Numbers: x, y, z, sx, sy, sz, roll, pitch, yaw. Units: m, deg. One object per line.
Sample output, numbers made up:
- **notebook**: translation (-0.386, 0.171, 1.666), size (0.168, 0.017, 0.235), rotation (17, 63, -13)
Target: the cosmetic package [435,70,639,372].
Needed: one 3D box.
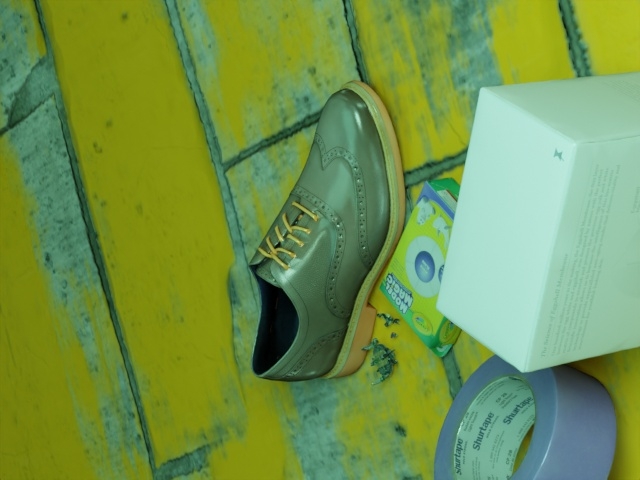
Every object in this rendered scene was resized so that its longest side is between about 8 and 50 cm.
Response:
- **cosmetic package**: translation (0.245, -0.022, 1.779), size (0.138, 0.224, 0.224), rotation (36, 124, 44)

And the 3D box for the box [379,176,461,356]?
- **box**: translation (0.124, 0.033, 2.110), size (0.105, 0.043, 0.179), rotation (50, 136, 35)

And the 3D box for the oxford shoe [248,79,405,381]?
- **oxford shoe**: translation (0.000, 0.000, 2.191), size (0.130, 0.133, 0.364), rotation (32, 122, 46)

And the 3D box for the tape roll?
- **tape roll**: translation (0.200, 0.206, 1.944), size (0.189, 0.080, 0.189), rotation (-42, 34, 38)

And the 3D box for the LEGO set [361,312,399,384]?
- **LEGO set**: translation (0.075, 0.123, 2.219), size (0.054, 0.023, 0.083), rotation (42, 116, 38)
